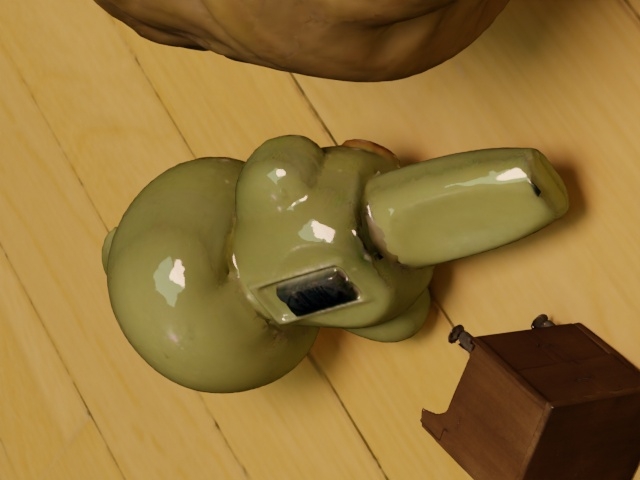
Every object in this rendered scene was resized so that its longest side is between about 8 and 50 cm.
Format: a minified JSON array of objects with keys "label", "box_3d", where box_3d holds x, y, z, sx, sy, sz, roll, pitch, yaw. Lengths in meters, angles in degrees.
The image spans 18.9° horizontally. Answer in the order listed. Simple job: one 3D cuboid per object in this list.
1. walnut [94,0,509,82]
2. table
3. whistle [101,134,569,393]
[{"label":"walnut","box_3d":[0.009,-0.208,0.880,0.253,0.277,0.282,54,133,13]},{"label":"table","box_3d":[0.107,0.083,0.950,0.082,0.083,0.070,42,125,40]},{"label":"whistle","box_3d":[0.000,-0.006,1.043,0.294,0.141,0.141,-24,77,25]}]
